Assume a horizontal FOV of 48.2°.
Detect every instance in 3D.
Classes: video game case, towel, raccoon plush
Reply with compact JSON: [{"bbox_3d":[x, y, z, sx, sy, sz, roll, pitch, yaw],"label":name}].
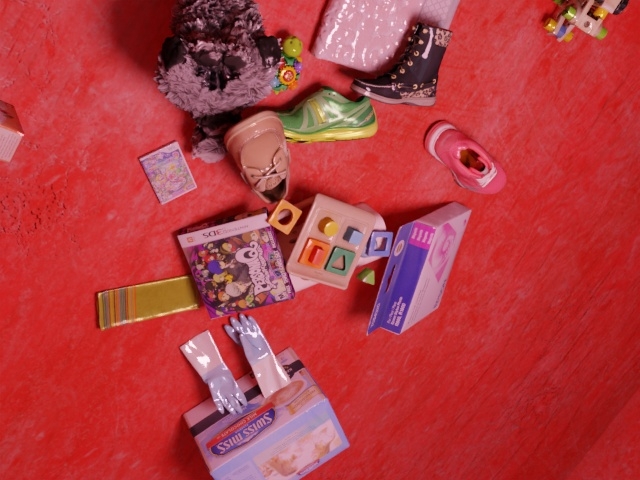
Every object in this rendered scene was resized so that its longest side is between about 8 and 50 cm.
[{"bbox_3d":[-0.189,0.055,1.642,0.210,0.041,0.232,-14,115,6],"label":"video game case"},{"bbox_3d":[-0.325,-0.145,1.533,0.087,0.011,0.122,-28,128,-13],"label":"video game case"},{"bbox_3d":[0.167,-0.519,1.567,0.317,0.053,0.331,10,112,-34],"label":"towel"},{"bbox_3d":[-0.231,-0.384,1.377,0.216,0.299,0.446,3,156,-26],"label":"raccoon plush"},{"bbox_3d":[-0.396,0.141,1.661,0.237,0.021,0.102,-11,124,-25],"label":"towel"}]

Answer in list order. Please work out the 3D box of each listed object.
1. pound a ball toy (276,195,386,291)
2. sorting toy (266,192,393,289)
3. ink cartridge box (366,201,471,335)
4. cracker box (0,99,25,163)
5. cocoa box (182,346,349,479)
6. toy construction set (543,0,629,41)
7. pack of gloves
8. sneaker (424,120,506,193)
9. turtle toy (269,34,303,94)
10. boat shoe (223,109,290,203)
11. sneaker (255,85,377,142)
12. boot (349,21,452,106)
[{"bbox_3d":[0.000,0.000,1.733,0.319,0.136,0.208,-21,127,-19],"label":"pound a ball toy"},{"bbox_3d":[0.031,0.008,1.646,0.348,0.047,0.195,18,97,-33],"label":"sorting toy"},{"bbox_3d":[0.266,0.081,1.895,0.330,0.071,0.324,-24,135,-54],"label":"ink cartridge box"},{"bbox_3d":[-0.633,-0.225,1.207,0.232,0.156,0.067,22,106,-38],"label":"cracker box"},{"bbox_3d":[-0.141,0.505,1.899,0.347,0.228,0.231,-31,129,-11],"label":"cocoa box"},{"bbox_3d":[0.666,-0.625,1.702,0.151,0.215,0.327,12,110,-11],"label":"toy construction set"},{"bbox_3d":[-0.207,0.313,1.789,0.195,0.046,0.232,-31,98,-13],"label":"pack of gloves"},{"bbox_3d":[0.397,-0.185,1.852,0.314,0.136,0.116,28,103,-39],"label":"sneaker"},{"bbox_3d":[-0.075,-0.369,1.506,0.095,0.066,0.130,2,117,-31],"label":"turtle toy"},{"bbox_3d":[-0.109,-0.162,1.465,0.122,0.110,0.341,-27,169,-2],"label":"boat shoe"},{"bbox_3d":[-0.015,-0.279,1.591,0.296,0.109,0.123,-6,95,-24],"label":"sneaker"},{"bbox_3d":[0.180,-0.391,1.567,0.237,0.085,0.178,-2,119,-35],"label":"boot"}]
